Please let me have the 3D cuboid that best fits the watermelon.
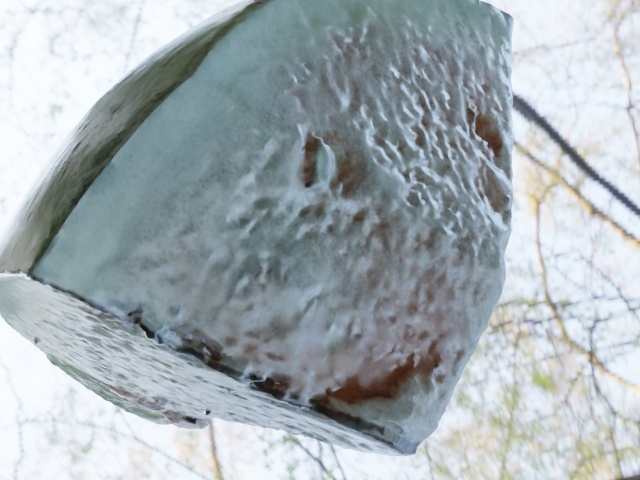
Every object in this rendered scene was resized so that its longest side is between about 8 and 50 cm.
[{"bbox_3d":[0.000,0.000,0.687,0.289,0.320,0.213,-38,-108,-21],"label":"watermelon"}]
